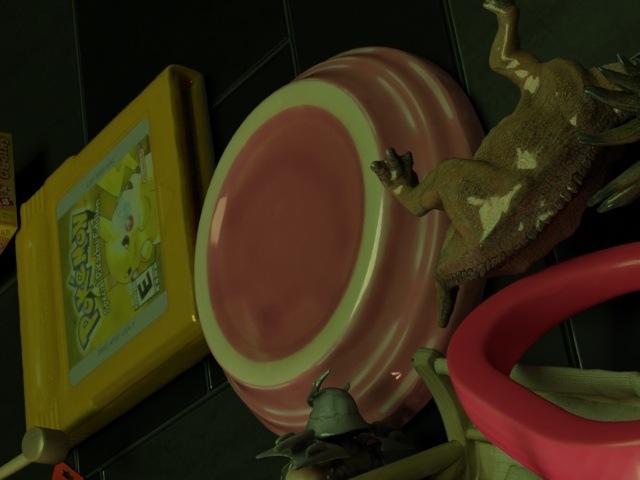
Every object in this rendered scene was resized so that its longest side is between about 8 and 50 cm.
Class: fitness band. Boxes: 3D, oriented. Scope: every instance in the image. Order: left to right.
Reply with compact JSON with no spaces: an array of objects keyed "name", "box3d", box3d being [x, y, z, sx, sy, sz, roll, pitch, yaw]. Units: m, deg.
[{"name":"fitness band","box3d":[0.192,0.061,0.969,0.209,0.054,0.291,-34,19,-11]}]

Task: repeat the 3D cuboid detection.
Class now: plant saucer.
[{"name":"plant saucer","box3d":[0.000,0.000,1.333,0.332,0.084,0.332,-19,65,48]}]

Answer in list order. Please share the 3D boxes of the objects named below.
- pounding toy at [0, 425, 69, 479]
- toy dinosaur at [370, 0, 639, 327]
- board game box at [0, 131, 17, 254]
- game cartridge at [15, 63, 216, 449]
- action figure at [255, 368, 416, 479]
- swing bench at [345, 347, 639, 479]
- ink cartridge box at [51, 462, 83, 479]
[{"name":"pounding toy","box3d":[-0.258,0.279,1.569,0.181,0.094,0.206,22,97,47]},{"name":"toy dinosaur","box3d":[0.149,-0.044,1.094,0.296,0.127,0.200,-55,35,17]},{"name":"board game box","box3d":[-0.401,-0.003,1.871,0.259,0.039,0.124,-45,45,46]},{"name":"game cartridge","box3d":[-0.205,0.026,1.621,0.323,0.052,0.285,-35,53,41]},{"name":"action figure","box3d":[-0.004,0.235,1.200,0.099,0.185,0.285,5,92,45]},{"name":"swing bench","box3d":[0.100,0.202,1.043,0.253,0.254,0.165,0,121,54]},{"name":"ink cartridge box","box3d":[-0.276,0.280,1.653,0.063,0.029,0.115,22,98,53]}]
